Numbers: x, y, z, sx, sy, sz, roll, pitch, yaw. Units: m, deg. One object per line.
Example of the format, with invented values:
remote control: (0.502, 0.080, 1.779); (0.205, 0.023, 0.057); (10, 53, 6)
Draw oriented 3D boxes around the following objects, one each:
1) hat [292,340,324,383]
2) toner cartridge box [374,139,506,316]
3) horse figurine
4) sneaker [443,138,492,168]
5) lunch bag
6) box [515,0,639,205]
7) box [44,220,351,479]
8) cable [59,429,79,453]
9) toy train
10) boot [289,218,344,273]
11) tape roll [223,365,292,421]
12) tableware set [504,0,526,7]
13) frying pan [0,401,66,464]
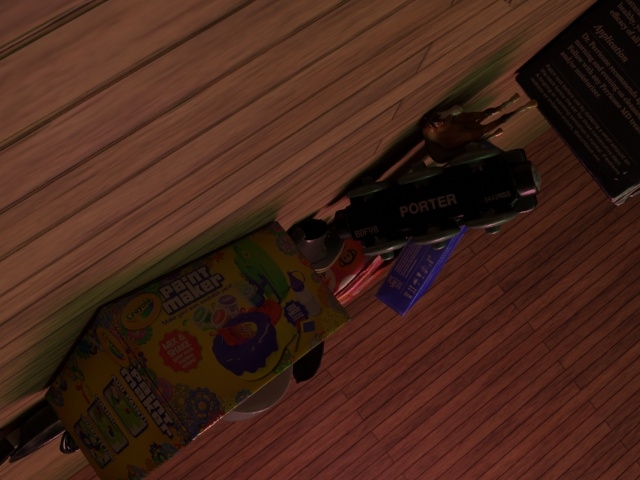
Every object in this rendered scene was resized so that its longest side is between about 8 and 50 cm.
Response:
hat: (-0.091, 0.224, 1.707); (0.134, 0.331, 0.331); (8, 157, -16)
toner cartridge box: (0.241, -0.024, 1.257); (0.165, 0.075, 0.347); (-32, 154, -59)
horse figurine: (0.231, -0.176, 1.035); (0.175, 0.066, 0.263); (-24, 179, -3)
sneaker: (0.364, -0.173, 1.694); (0.258, 0.091, 0.094); (-57, 172, -11)
lunch bag: (0.092, 0.016, 1.351); (0.293, 0.120, 0.258); (-45, 169, 12)
box: (0.676, -0.349, 1.162); (0.472, 0.297, 0.480); (-39, 172, 31)
box: (-0.167, 0.156, 0.859); (0.290, 0.177, 0.279); (-30, 169, -45)
cable: (-0.340, 0.275, 1.035); (0.185, 0.047, 0.150); (-37, 171, 14)
toy train: (0.191, -0.064, 1.039); (0.334, 0.142, 0.190); (-15, -179, 26)
boot: (0.000, 0.000, 1.098); (0.198, 0.077, 0.137); (-31, 166, -46)
tape roll: (-0.169, 0.251, 1.301); (0.219, 0.219, 0.072); (-31, 172, -41)
tableware set: (0.246, -0.287, 0.596); (0.141, 0.020, 0.168); (-33, 172, -40)
frying pan: (-0.442, 0.301, 0.962); (0.326, 0.053, 0.197); (-31, 172, -41)
